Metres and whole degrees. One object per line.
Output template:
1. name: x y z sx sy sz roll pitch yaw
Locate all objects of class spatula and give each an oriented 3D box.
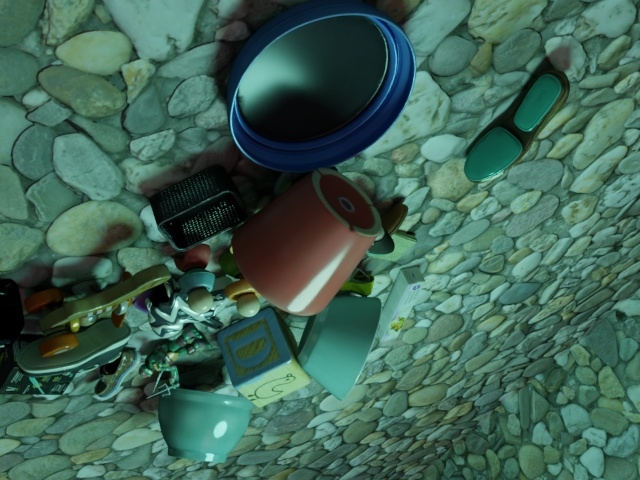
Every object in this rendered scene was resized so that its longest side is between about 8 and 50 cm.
1. spatula: -0.361 0.193 1.830 0.084 0.030 0.296 -43 142 14

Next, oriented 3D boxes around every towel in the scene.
1. towel: 0.197 0.015 1.945 0.148 0.027 0.110 12 132 -41

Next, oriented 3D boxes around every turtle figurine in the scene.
1. turtle figurine: -0.423 0.335 1.907 0.234 0.118 0.175 -39 161 -7

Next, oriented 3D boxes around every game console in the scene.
1. game console: -0.851 0.187 1.510 0.361 0.044 0.213 -8 141 -24

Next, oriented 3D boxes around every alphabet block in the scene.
1. alphabet block: -0.165 0.346 2.014 0.192 0.193 0.197 -26 146 4

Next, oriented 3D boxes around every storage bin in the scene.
1. storage bin: -0.264 -0.070 1.495 0.180 0.084 0.122 -27 145 1

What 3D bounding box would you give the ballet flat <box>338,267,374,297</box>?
1. ballet flat: 0.078 0.110 1.970 0.231 0.077 0.077 16 107 -47

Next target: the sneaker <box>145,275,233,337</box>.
1. sneaker: -0.332 0.129 1.706 0.235 0.094 0.153 -26 138 -12

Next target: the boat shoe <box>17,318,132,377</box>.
1. boat shoe: -0.594 0.281 1.665 0.302 0.114 0.091 -12 136 -50

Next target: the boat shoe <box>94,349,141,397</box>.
1. boat shoe: -0.579 0.363 1.901 0.183 0.066 0.066 -47 136 14

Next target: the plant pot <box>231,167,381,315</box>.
1. plant pot: -0.016 -0.009 1.499 0.275 0.275 0.243 15 131 -43

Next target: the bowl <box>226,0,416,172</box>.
1. bowl: -0.002 -0.300 1.359 0.391 0.077 0.391 -17 144 -12

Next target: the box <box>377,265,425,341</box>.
1. box: 0.251 0.210 2.203 0.063 0.067 0.324 -10 142 -22

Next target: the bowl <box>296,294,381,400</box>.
1. bowl: 0.039 0.278 1.943 0.163 0.311 0.311 23 132 -5

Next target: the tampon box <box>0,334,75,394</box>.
1. tampon box: -0.707 0.310 1.708 0.161 0.101 0.120 12 131 -40

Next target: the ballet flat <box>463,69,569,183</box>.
1. ballet flat: 0.495 -0.275 1.695 0.124 0.116 0.342 -14 145 -50

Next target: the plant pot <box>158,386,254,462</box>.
1. plant pot: -0.356 0.560 2.061 0.293 0.196 0.293 7 164 2

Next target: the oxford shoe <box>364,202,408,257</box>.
1. oxford shoe: 0.142 -0.036 1.788 0.212 0.076 0.076 -41 116 -11

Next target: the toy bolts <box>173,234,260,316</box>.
1. toy bolts: -0.220 0.088 1.634 0.228 0.158 0.218 0 153 -29

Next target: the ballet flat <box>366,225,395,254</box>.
1. ballet flat: 0.074 -0.035 1.676 0.280 0.095 0.096 16 140 -19

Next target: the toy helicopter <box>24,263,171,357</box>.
1. toy helicopter: -0.482 0.140 1.583 0.355 0.140 0.235 -25 170 21

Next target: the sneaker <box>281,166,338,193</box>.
1. sneaker: -0.019 -0.130 1.598 0.144 0.053 0.059 -26 147 16
